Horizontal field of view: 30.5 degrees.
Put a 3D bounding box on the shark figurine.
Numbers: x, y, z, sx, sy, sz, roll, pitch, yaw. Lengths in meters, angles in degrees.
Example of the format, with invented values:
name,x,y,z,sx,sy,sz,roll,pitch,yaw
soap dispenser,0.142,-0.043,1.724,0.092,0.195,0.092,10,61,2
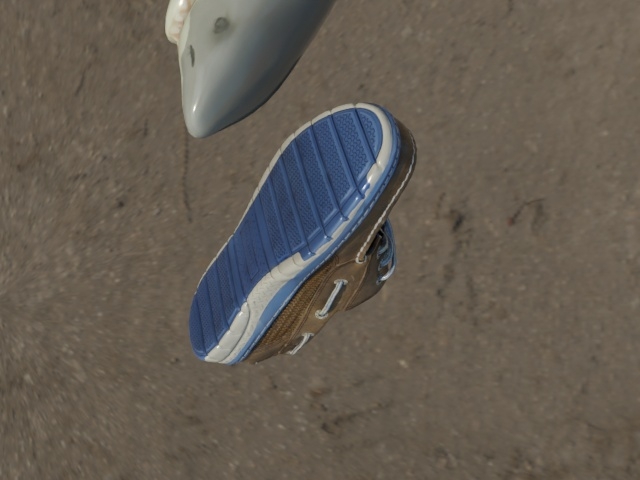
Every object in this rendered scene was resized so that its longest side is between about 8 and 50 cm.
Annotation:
name,x,y,z,sx,sy,sz,roll,pitch,yaw
shark figurine,0.017,-0.183,0.366,0.116,0.166,0.278,10,116,15

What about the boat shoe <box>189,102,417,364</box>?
name,x,y,z,sx,sy,sz,roll,pitch,yaw
boat shoe,0.000,0.000,0.582,0.066,0.183,0.066,9,53,-31
